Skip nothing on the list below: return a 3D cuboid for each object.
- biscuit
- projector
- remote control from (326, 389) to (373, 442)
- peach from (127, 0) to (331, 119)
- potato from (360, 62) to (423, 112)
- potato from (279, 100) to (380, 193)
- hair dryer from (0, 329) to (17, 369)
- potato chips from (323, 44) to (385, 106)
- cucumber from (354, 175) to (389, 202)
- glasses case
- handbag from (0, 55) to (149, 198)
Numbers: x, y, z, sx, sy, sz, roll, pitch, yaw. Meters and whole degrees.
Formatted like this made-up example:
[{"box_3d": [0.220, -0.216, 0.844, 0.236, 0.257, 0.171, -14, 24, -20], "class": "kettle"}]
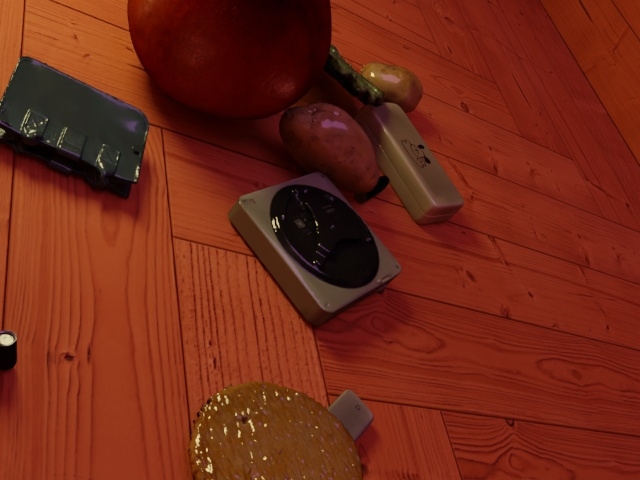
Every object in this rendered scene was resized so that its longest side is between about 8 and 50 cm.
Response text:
[{"box_3d": [-0.057, 0.296, 1.024, 0.254, 0.035, 0.254, 17, 35, -12], "class": "biscuit"}, {"box_3d": [0.000, 0.000, 1.374, 0.259, 0.079, 0.257, 51, 37, 12], "class": "projector"}, {"box_3d": [0.002, 0.303, 1.118, 0.067, 0.029, 0.261, 48, 36, 6], "class": "remote control"}, {"box_3d": [-0.154, -0.415, 1.378, 0.388, 0.388, 0.388, 26, 40, -24], "class": "peach"}, {"box_3d": [0.176, -0.385, 1.899, 0.178, 0.109, 0.118, 18, 65, -24], "class": "potato"}, {"box_3d": [0.026, -0.188, 1.510, 0.235, 0.161, 0.128, 29, 63, -6], "class": "potato"}, {"box_3d": [-0.404, 0.128, 0.902, 0.083, 0.047, 0.026, 8, 38, -14], "class": "hair dryer"}, {"box_3d": [-0.017, -0.467, 1.717, 0.429, 0.070, 0.358, 52, 12, 23], "class": "potato chips"}, {"box_3d": [0.115, -0.113, 1.637, 0.032, 0.032, 0.133, 48, 35, 5], "class": "cucumber"}, {"box_3d": [0.200, -0.182, 1.752, 0.131, 0.070, 0.313, -7, 59, -47], "class": "glasses case"}, {"box_3d": [-0.388, -0.171, 1.193, 0.229, 0.062, 0.179, 24, 44, -26], "class": "handbag"}]
